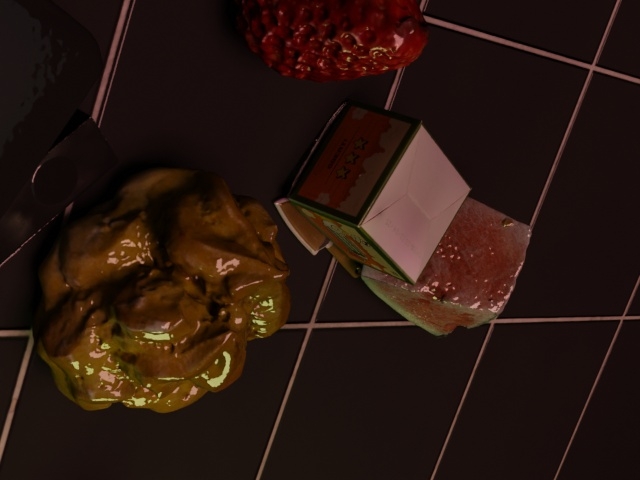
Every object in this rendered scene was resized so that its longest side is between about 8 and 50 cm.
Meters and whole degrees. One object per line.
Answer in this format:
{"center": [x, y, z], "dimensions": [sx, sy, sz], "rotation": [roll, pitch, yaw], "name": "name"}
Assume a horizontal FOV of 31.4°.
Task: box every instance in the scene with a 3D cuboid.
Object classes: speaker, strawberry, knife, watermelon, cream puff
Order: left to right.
{"center": [-0.334, -0.052, 1.295], "dimensions": [0.218, 0.044, 0.082], "rotation": [-43, 138, -19], "name": "speaker"}
{"center": [-0.172, 0.087, 1.393], "dimensions": [0.324, 0.257, 0.291], "rotation": [-41, 133, -21], "name": "cream puff"}
{"center": [0.001, 0.001, 1.695], "dimensions": [0.046, 0.022, 0.256], "rotation": [-50, 140, -5], "name": "knife"}
{"center": [0.027, -0.277, 1.375], "dimensions": [0.205, 0.244, 0.205], "rotation": [-25, 128, -37], "name": "strawberry"}
{"center": [0.202, 0.039, 1.791], "dimensions": [0.262, 0.201, 0.213], "rotation": [30, 82, -47], "name": "watermelon"}

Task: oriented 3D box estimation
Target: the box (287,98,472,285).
{"center": [0.086, -0.069, 1.637], "dimensions": [0.177, 0.148, 0.195], "rotation": [-59, 142, -10], "name": "box"}

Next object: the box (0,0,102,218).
{"center": [-0.390, -0.158, 1.128], "dimensions": [0.290, 0.073, 0.289], "rotation": [38, 84, -42], "name": "box"}
